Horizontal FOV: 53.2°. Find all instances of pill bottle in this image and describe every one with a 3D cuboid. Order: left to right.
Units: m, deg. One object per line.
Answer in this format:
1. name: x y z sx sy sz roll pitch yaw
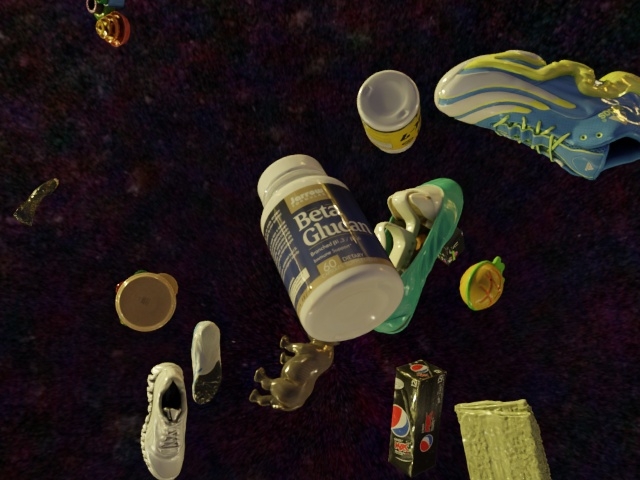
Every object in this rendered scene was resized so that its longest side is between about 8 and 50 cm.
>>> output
1. pill bottle: 0.000 0.000 0.589 0.094 0.094 0.169 -25 53 -4
2. pill bottle: 0.144 -0.251 1.296 0.119 0.208 0.119 -1 83 10

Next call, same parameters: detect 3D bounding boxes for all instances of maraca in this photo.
1. maraca: 0.427 0.110 1.652 0.099 0.186 0.127 15 116 41

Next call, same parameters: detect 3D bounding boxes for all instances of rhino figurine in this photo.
1. rhino figurine: -0.033 0.237 1.267 0.106 0.073 0.243 19 49 25

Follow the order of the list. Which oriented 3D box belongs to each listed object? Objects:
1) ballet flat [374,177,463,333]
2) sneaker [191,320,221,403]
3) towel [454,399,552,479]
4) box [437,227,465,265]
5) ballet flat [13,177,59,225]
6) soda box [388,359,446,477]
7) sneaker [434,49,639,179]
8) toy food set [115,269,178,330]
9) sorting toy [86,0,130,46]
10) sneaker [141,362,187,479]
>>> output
1. ballet flat: 0.107 -0.008 0.769 0.083 0.087 0.247 -1 48 39
2. sneaker: -0.337 0.354 1.863 0.085 0.086 0.237 8 80 -29
3. towel: 0.226 0.266 0.775 0.027 0.110 0.148 -13 89 -44
4. box: 0.295 0.006 1.488 0.062 0.083 0.052 -44 56 -11
5. ballet flat: -0.712 -0.099 1.617 0.049 0.057 0.173 42 39 -19
6. soda box: 0.149 0.276 0.995 0.060 0.053 0.168 -8 108 -37
7. sneaker: 0.246 -0.132 0.682 0.240 0.091 0.126 1 50 1
8. toy food set: -0.241 0.083 0.881 0.083 0.020 0.083 7 82 -10
9. sorting toy: -0.311 -0.325 0.912 0.102 0.042 0.061 54 128 18
10. sneaker: -0.381 0.458 1.588 0.110 0.118 0.291 0 90 -28
